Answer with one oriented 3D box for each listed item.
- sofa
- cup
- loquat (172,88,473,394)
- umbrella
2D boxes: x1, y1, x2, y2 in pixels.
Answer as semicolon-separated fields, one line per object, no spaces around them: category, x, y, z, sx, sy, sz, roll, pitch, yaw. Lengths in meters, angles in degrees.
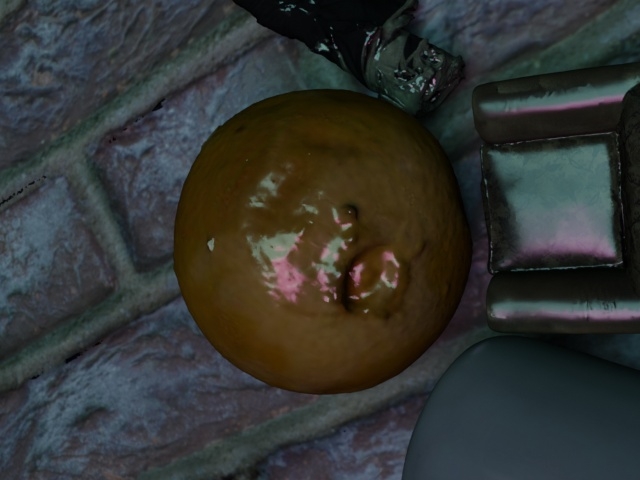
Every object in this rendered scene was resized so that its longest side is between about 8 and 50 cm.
sofa;0.246;-0.038;0.826;0.200;0.182;0.258;-2;93;25
cup;0.248;0.272;0.820;0.274;0.259;0.356;21;141;33
loquat;0.000;0.000;0.867;0.328;0.328;0.328;2;94;24
umbrella;0.003;-0.262;0.961;0.358;0.113;0.106;35;129;19
